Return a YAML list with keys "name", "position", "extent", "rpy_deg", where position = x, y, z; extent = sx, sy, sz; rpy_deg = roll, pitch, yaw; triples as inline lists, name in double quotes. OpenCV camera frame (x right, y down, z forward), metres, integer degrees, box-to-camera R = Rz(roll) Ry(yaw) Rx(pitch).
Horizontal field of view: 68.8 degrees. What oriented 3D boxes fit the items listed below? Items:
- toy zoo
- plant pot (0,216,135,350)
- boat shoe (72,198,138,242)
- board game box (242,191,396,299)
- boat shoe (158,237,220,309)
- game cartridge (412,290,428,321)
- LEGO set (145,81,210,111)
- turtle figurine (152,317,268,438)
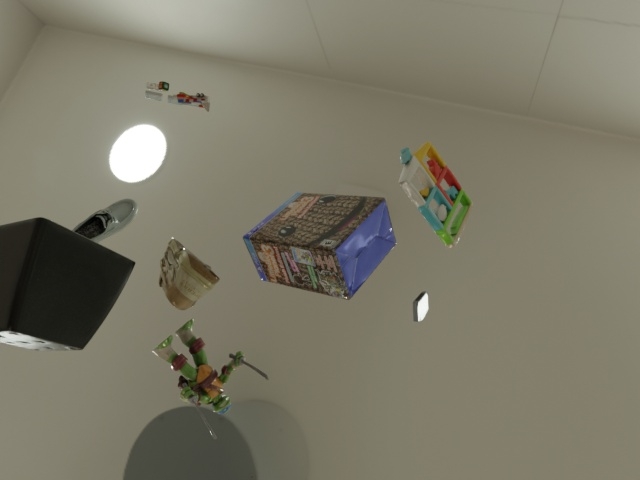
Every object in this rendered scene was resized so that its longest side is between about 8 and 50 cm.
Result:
- name: "toy zoo"
  position: [0.319, -0.146, 1.315]
  extent: [0.030, 0.293, 0.192]
  rpy_deg: [-19, -152, 49]
- name: "plant pot"
  position: [-0.459, 0.086, 0.769]
  extent: [0.188, 0.187, 0.167]
  rpy_deg: [-6, -117, 26]
- name: "boat shoe"
  position: [-0.623, -0.048, 1.345]
  extent: [0.227, 0.081, 0.079]
  rpy_deg: [-43, -84, -25]
- name: "board game box"
  position: [0.000, 0.000, 1.168]
  extent: [0.290, 0.141, 0.232]
  rpy_deg: [7, -142, 38]
- name: "boat shoe"
  position: [-0.323, 0.075, 1.070]
  extent: [0.121, 0.341, 0.110]
  rpy_deg: [42, -100, -17]
- name: "game cartridge"
  position: [0.241, 0.162, 1.128]
  extent: [0.017, 0.083, 0.056]
  rpy_deg: [-2, -77, 30]
- name: "LEGO set"
  position: [-0.434, -0.423, 1.411]
  extent: [0.182, 0.244, 0.060]
  rpy_deg: [7, -87, -21]
- name: "turtle figurine"
  position: [-0.298, 0.341, 1.252]
  extent: [0.197, 0.274, 0.266]
  rpy_deg: [-40, -88, -20]
